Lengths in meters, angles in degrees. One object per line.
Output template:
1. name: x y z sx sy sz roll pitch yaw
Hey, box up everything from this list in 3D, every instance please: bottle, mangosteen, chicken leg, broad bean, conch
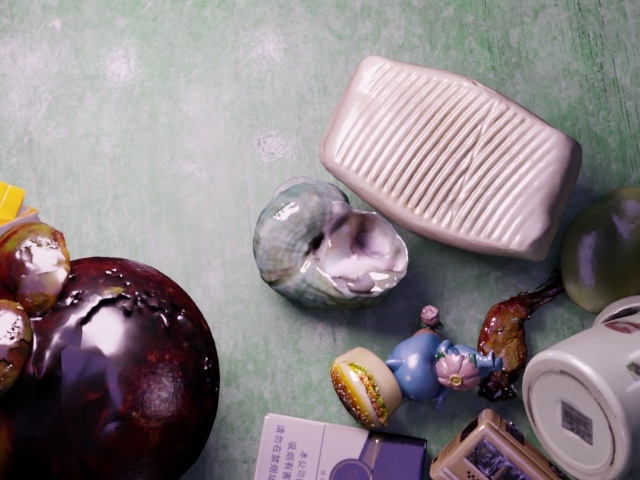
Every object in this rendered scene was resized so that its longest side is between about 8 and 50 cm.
1. bottle: 0.489 0.196 1.430 0.352 0.229 0.229 -23 79 -28
2. mangosteen: -0.348 0.185 1.356 0.421 0.381 0.381 38 80 -10
3. chicken leg: 0.318 0.142 1.536 0.106 0.051 0.253 33 79 0
4. broad bean: 0.478 0.015 1.537 0.228 0.100 0.169 -42 96 -9
5. conch: 0.000 0.000 1.503 0.220 0.195 0.277 -33 53 6

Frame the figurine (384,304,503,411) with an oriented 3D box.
1. figurine: 0.193 0.182 1.492 0.178 0.114 0.144 -8 54 24

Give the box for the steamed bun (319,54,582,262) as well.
1. steamed bun: 0.203 -0.119 1.499 0.384 0.236 0.247 23 89 10

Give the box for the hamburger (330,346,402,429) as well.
1. hamburger: 0.067 0.231 1.469 0.081 0.141 0.126 -35 118 -21

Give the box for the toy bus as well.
1. toy bus: 0.310 0.396 1.422 0.289 0.139 0.157 42 99 8

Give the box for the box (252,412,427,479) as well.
1. box: 0.027 0.370 1.474 0.260 0.071 0.168 8 78 2

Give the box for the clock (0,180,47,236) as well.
1. clock: -0.540 -0.020 1.425 0.235 0.309 0.166 21 80 3
